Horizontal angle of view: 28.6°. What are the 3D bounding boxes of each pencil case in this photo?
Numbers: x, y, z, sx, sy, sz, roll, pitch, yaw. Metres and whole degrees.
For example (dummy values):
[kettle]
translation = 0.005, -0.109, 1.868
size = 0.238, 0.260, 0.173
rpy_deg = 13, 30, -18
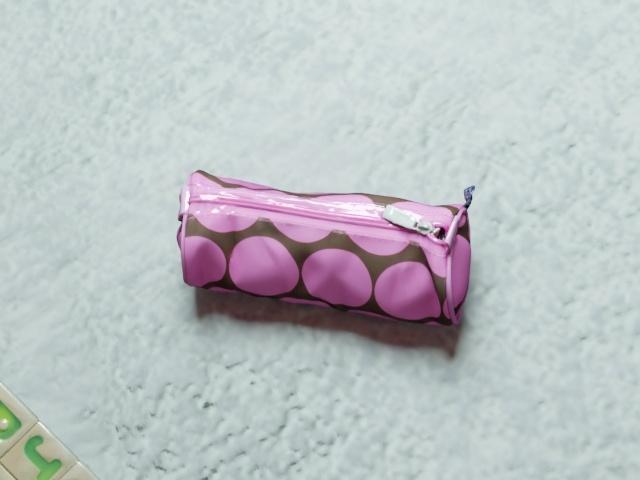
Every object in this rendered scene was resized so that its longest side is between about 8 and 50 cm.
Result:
[pencil case]
translation = 0.000, 0.000, 0.868
size = 0.209, 0.098, 0.095
rpy_deg = 5, 74, 13

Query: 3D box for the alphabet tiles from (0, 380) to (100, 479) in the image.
[alphabet tiles]
translation = -0.265, 0.222, 0.864
size = 0.198, 0.009, 0.237
rpy_deg = 45, 85, 1
